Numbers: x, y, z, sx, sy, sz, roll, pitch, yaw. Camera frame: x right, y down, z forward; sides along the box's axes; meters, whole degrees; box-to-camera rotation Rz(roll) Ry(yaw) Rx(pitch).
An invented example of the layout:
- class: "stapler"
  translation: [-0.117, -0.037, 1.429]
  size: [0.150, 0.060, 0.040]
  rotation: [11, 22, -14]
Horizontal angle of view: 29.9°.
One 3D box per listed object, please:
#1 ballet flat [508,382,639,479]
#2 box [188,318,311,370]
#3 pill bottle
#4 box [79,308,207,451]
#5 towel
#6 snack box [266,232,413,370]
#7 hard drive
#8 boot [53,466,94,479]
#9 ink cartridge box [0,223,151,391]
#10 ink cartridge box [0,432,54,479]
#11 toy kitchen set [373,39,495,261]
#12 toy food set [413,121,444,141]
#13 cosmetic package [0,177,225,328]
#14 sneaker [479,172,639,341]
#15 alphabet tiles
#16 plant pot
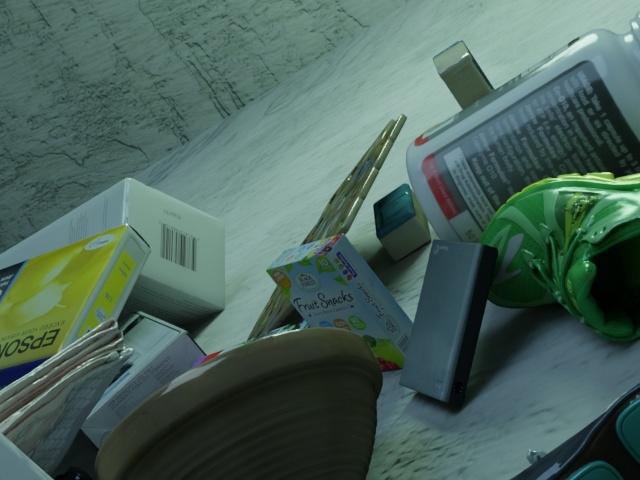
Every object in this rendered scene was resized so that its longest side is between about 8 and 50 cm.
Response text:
- class: "ballet flat"
  translation: [0.183, 0.129, 0.736]
  size: [0.203, 0.074, 0.074]
  rotation: [-38, 14, 4]
- class: "box"
  translation: [-0.118, 0.204, 1.212]
  size: [0.201, 0.057, 0.293]
  rotation: [-23, 20, 41]
- class: "pill bottle"
  translation: [0.236, -0.092, 1.107]
  size: [0.283, 0.161, 0.161]
  rotation: [-31, 16, 20]
- class: "box"
  translation: [-0.238, 0.182, 1.493]
  size: [0.169, 0.087, 0.290]
  rotation: [-42, 15, -13]
- class: "towel"
  translation: [-0.338, 0.247, 1.143]
  size: [0.332, 0.053, 0.317]
  rotation: [-53, -8, 31]
- class: "snack box"
  translation: [0.025, 0.064, 1.149]
  size: [0.100, 0.141, 0.037]
  rotation: [-17, 25, 52]
- class: "hard drive"
  translation: [0.110, 0.067, 1.030]
  size: [0.094, 0.022, 0.135]
  rotation: [-173, 97, -70]
- class: "boot"
  translation: [-0.312, 0.309, 1.364]
  size: [0.099, 0.045, 0.121]
  rotation: [-45, 11, -34]
- class: "ink cartridge box"
  translation: [-0.388, 0.136, 1.517]
  size: [0.304, 0.072, 0.307]
  rotation: [-16, 34, 33]
- class: "ink cartridge box"
  translation: [-0.331, 0.350, 0.861]
  size: [0.395, 0.166, 0.285]
  rotation: [-44, -9, -29]
- class: "toy kitchen set"
  translation: [0.125, -0.112, 1.412]
  size: [0.207, 0.166, 0.122]
  rotation: [-34, 15, 11]
- class: "toy food set"
  translation: [0.158, -0.142, 1.718]
  size: [0.082, 0.020, 0.083]
  rotation: [-39, 15, -8]
- class: "cosmetic package"
  translation: [-0.332, 0.070, 1.775]
  size: [0.365, 0.197, 0.155]
  rotation: [-24, 55, 35]
- class: "sneaker"
  translation: [0.214, 0.012, 0.939]
  size: [0.123, 0.109, 0.295]
  rotation: [-45, 15, -31]
- class: "alphabet tiles"
  translation: [0.000, 0.000, 1.434]
  size: [0.285, 0.011, 0.342]
  rotation: [-52, 7, 43]
- class: "plant pot"
  translation: [-0.045, 0.178, 0.929]
  size: [0.237, 0.109, 0.237]
  rotation: [-22, -27, -12]
